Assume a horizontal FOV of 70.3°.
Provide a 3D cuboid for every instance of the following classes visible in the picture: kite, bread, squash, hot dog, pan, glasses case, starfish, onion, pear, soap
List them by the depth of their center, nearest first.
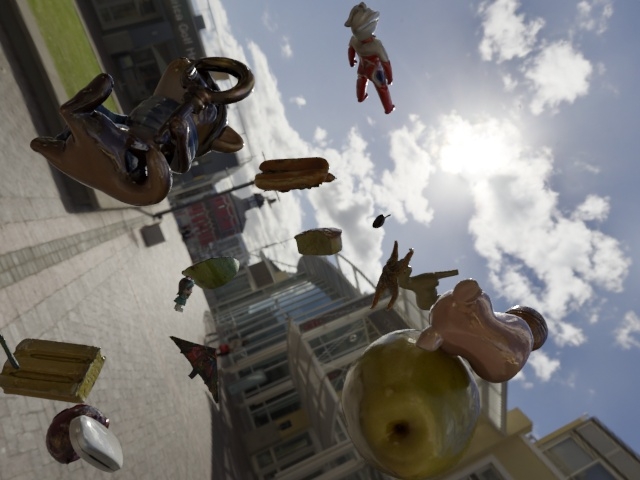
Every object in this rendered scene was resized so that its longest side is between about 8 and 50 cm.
[{"bbox_3d":[-0.468,0.430,0.956,0.074,0.049,0.193,57,-15,38],"label":"glasses case"},{"bbox_3d":[0.226,0.415,1.176,0.362,0.363,0.418,68,18,5],"label":"pear"},{"bbox_3d":[-0.081,-0.190,1.328,0.072,0.270,0.109,62,39,-49],"label":"hot dog"},{"bbox_3d":[-0.724,0.563,1.370,0.135,0.173,0.198,40,0,6],"label":"onion"},{"bbox_3d":[0.222,0.122,1.406,0.138,0.050,0.247,-125,-130,-71],"label":"starfish"},{"bbox_3d":[0.002,-0.002,1.468,0.125,0.156,0.086,-30,115,-61],"label":"bread"},{"bbox_3d":[-0.389,0.126,1.602,0.184,0.192,0.085,39,31,-76],"label":"squash"},{"bbox_3d":[-0.964,0.467,1.633,0.091,0.315,0.199,88,8,-45],"label":"soap"},{"bbox_3d":[-0.453,0.458,1.712,0.321,0.016,0.234,50,-55,9],"label":"kite"},{"bbox_3d":[0.252,-0.081,1.832,0.023,0.068,0.115,35,-30,-19],"label":"pan"}]

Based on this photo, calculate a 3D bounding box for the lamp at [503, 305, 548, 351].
[{"bbox_3d":[0.595,0.259,1.336,0.136,0.136,0.136,159,-90,-77],"label":"lamp"}]

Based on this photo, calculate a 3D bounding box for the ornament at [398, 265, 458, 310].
[{"bbox_3d":[0.381,0.167,1.640,0.061,0.245,0.230,-89,165,-48],"label":"ornament"}]

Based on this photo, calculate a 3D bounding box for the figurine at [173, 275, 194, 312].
[{"bbox_3d":[-0.406,0.157,1.350,0.060,0.047,0.105,-158,-92,-77],"label":"figurine"}]

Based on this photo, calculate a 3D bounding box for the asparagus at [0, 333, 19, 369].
[{"bbox_3d":[-0.828,0.238,1.169,0.023,0.022,0.232,-71,156,-62],"label":"asparagus"}]

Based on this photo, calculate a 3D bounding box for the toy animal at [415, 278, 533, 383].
[{"bbox_3d":[0.376,0.212,1.081,0.256,0.195,0.213,32,8,1],"label":"toy animal"}]

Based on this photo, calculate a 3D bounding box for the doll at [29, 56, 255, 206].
[{"bbox_3d":[-0.300,-0.210,0.816,0.318,0.340,0.209,11,-56,26],"label":"doll"}]

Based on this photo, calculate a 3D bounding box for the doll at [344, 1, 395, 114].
[{"bbox_3d":[0.156,-0.583,1.466,0.188,0.099,0.384,35,-15,28],"label":"doll"}]
